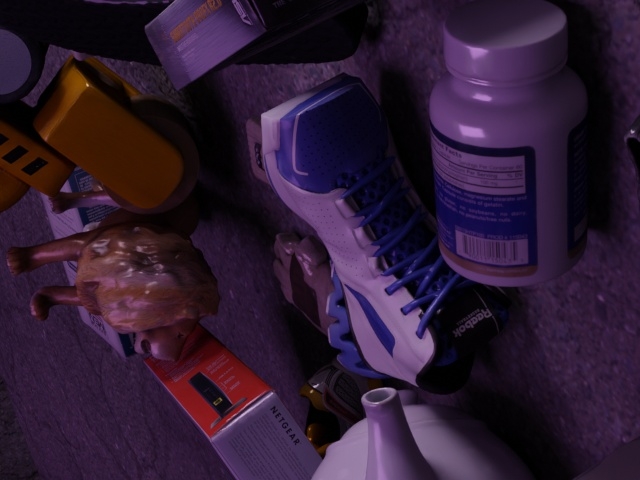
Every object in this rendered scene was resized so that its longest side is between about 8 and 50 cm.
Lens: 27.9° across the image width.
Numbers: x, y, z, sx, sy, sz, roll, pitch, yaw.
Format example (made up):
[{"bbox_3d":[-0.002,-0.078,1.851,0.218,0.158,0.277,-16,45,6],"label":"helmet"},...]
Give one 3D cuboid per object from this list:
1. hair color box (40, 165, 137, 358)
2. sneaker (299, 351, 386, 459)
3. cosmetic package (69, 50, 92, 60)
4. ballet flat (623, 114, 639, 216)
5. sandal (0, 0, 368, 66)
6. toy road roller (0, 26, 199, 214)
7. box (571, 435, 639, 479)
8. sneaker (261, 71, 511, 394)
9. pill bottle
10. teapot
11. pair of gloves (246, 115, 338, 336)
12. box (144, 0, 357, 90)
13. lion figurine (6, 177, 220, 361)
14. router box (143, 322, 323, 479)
[{"bbox_3d":[-0.318,-0.023,1.862,0.174,0.105,0.347,29,138,54],"label":"hair color box"},{"bbox_3d":[0.024,0.226,1.438,0.088,0.092,0.225,29,140,49],"label":"sneaker"},{"bbox_3d":[-0.231,-0.355,1.326,0.129,0.153,0.296,45,151,38],"label":"cosmetic package"},{"bbox_3d":[0.228,-0.009,0.864,0.057,0.049,0.173,25,135,55],"label":"ballet flat"},{"bbox_3d":[-0.152,-0.238,1.200,0.445,0.107,0.167,8,164,28],"label":"sandal"},{"bbox_3d":[-0.324,-0.110,1.481,0.329,0.241,0.202,34,-171,-17],"label":"toy road roller"},{"bbox_3d":[0.268,0.266,0.928,0.127,0.148,0.232,28,138,52],"label":"box"},{"bbox_3d":[0.077,0.012,1.120,0.182,0.127,0.316,24,141,50],"label":"sneaker"},{"bbox_3d":[0.134,-0.071,0.918,0.112,0.112,0.187,36,143,46],"label":"pill bottle"},{"bbox_3d":[0.089,0.232,1.192,0.256,0.252,0.187,-32,61,50],"label":"teapot"},{"bbox_3d":[0.000,0.000,1.336,0.204,0.042,0.240,33,139,54],"label":"pair of gloves"},{"bbox_3d":[0.008,-0.193,0.910,0.056,0.231,0.183,64,156,-6],"label":"box"},{"bbox_3d":[-0.219,-0.002,1.553,0.392,0.240,0.142,-82,-20,-58],"label":"lion figurine"},{"bbox_3d":[-0.043,0.270,1.435,0.335,0.082,0.301,57,169,-21],"label":"router box"}]
